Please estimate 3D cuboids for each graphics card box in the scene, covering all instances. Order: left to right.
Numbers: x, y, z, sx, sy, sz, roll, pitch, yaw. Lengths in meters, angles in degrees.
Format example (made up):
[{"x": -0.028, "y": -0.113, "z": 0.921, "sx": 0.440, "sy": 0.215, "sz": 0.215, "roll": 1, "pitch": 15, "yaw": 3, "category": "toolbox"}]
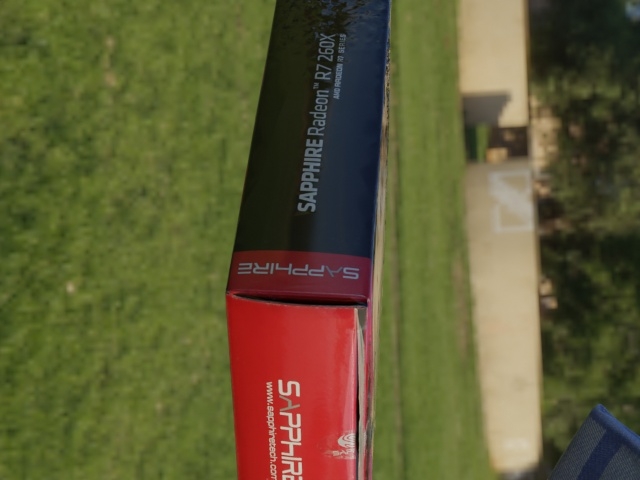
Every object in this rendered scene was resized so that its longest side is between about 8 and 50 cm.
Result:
[{"x": 0.000, "y": 0.000, "z": 1.048, "sx": 0.371, "sy": 0.094, "sz": 0.233, "roll": -82, "pitch": 173, "yaw": -48, "category": "graphics card box"}]

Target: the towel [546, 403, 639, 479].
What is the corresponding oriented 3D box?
[{"x": 0.170, "y": 0.271, "z": 0.904, "sx": 0.209, "sy": 0.034, "sz": 0.285, "roll": 37, "pitch": -77, "yaw": 46, "category": "towel"}]
